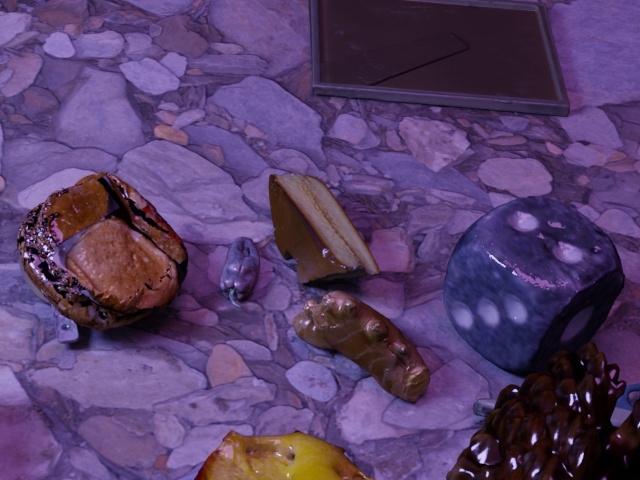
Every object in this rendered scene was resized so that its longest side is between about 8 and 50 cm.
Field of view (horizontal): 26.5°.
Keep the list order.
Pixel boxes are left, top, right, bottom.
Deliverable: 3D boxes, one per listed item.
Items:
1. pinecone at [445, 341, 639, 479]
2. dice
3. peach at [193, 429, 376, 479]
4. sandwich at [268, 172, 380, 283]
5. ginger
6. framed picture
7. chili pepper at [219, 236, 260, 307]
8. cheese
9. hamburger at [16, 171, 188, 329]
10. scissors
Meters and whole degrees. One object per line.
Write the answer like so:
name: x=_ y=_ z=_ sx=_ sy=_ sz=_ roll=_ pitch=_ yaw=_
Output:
pinecone: x=0.300 y=0.321 z=1.433 sx=0.398 sy=0.397 sz=0.397 roll=5 pitch=42 yaw=-4
dice: x=0.288 y=0.061 z=1.853 sx=0.181 sy=0.182 sz=0.183 roll=-27 pitch=54 yaw=-35
peach: x=-0.029 y=0.337 z=1.420 sx=0.281 sy=0.281 sz=0.338 roll=4 pitch=58 yaw=-5
sandwich: x=0.000 y=0.000 z=1.949 sx=0.090 sy=0.088 sz=0.244 roll=-5 pitch=39 yaw=-28
ginger: x=0.059 y=0.125 z=1.794 sx=0.206 sy=0.115 sz=0.081 roll=26 pitch=28 yaw=14
framed picture: x=0.201 y=-0.341 z=2.400 sx=0.446 sy=0.028 sz=0.326 roll=4 pitch=42 yaw=-5
chili pepper: x=-0.112 y=0.037 z=1.918 sx=0.050 sy=0.041 sz=0.153 roll=44 pitch=35 yaw=-24
cheese: x=-0.354 y=0.068 z=1.843 sx=0.097 sy=0.037 sz=0.192 roll=-6 pitch=43 yaw=-14
hamburger: x=-0.292 y=0.021 z=1.821 sx=0.231 sy=0.107 sz=0.231 roll=27 pitch=43 yaw=-29
scissors: x=0.342 y=0.234 z=1.775 sx=0.289 sy=0.041 sz=0.138 roll=7 pitch=49 yaw=-4
